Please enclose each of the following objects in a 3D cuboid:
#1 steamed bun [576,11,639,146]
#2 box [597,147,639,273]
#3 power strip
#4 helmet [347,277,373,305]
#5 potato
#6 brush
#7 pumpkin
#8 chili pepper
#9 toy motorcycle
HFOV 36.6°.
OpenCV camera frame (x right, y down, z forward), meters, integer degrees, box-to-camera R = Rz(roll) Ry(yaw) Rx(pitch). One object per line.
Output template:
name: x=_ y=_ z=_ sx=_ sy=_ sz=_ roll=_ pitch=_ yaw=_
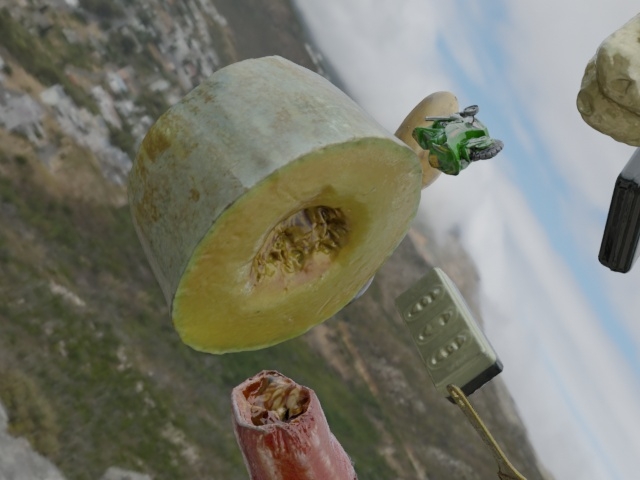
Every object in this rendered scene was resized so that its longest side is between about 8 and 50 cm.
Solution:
steamed bun: x=0.320 y=-0.158 z=0.913 sx=0.172 sy=0.155 sz=0.141 roll=116 pitch=-46 yaw=-68
box: x=0.441 y=-0.074 z=1.293 sx=0.050 sy=0.230 sz=0.160 roll=23 pitch=-44 yaw=25
power strip: x=0.205 y=0.149 z=1.602 sx=0.070 sy=0.105 sz=0.257 roll=45 pitch=12 yaw=-32
helmet: x=0.004 y=0.028 z=1.699 sx=0.193 sy=0.216 sz=0.189 roll=51 pitch=39 yaw=9
potato: x=0.215 y=-0.198 z=2.038 sx=0.128 sy=0.235 sz=0.161 roll=23 pitch=-7 yaw=-24
brush: x=0.230 y=0.277 z=1.277 sx=0.218 sy=0.010 sz=0.082 roll=55 pitch=-18 yaw=-10
pumpkin: x=-0.064 y=-0.044 z=1.104 sx=0.199 sy=0.332 sz=0.332 roll=50 pitch=-3 yaw=32
chili pepper: x=-0.056 y=0.409 z=1.977 sx=0.251 sy=0.229 sz=0.305 roll=-100 pitch=178 yaw=-56
toy motorcycle: x=0.201 y=-0.145 z=1.439 sx=0.190 sy=0.106 sz=0.074 roll=-115 pitch=-178 yaw=-66
